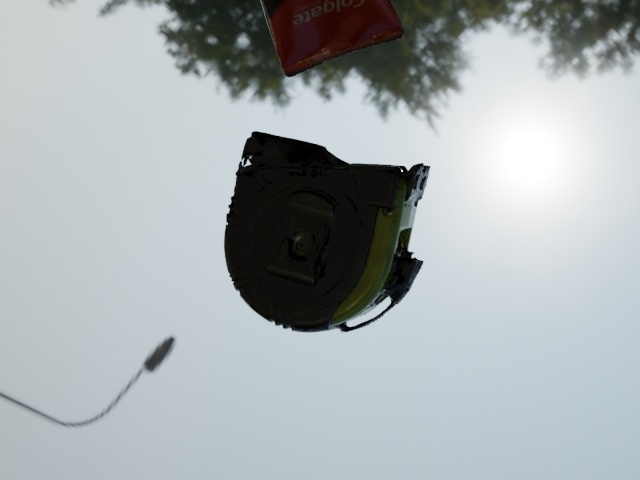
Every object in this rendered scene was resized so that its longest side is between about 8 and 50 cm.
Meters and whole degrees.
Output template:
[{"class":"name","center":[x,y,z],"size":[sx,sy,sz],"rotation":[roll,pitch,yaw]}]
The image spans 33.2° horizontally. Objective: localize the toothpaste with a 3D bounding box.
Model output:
[{"class":"toothpaste","center":[-0.020,-0.182,0.549],"size":[0.071,0.194,0.045],"rotation":[-15,-158,17]}]

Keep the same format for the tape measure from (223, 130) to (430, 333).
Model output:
[{"class":"tape measure","center":[0.000,0.000,1.038],"size":[0.199,0.112,0.186],"rotation":[12,-83,19]}]
